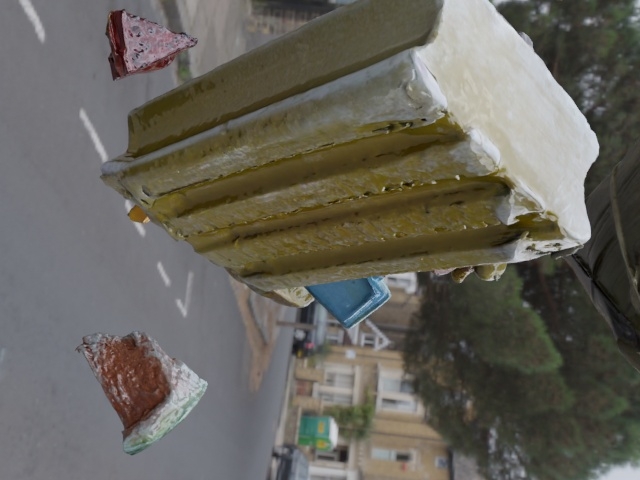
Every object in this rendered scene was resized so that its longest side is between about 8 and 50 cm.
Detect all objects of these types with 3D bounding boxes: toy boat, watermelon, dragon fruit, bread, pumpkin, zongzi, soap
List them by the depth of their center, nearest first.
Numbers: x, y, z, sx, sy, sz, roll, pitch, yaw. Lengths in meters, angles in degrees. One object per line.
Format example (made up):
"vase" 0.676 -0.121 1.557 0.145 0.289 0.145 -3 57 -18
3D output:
"soap" 0.007 -0.044 0.475 0.173 0.274 0.089 35 59 -36
"dragon fruit" -0.200 -0.195 0.827 0.131 0.097 0.063 1 -100 61
"watermelon" -0.210 0.175 0.939 0.158 0.098 0.121 52 2 23
"toy boat" 0.000 0.000 1.012 0.238 0.109 0.098 53 14 10
"zongzi" 0.543 -0.039 1.018 0.500 0.218 0.466 -91 -160 -62
"pumpkin" -0.294 -0.071 1.321 0.074 0.054 0.083 -44 -176 25
"bread" -0.089 0.077 1.530 0.232 0.128 0.088 29 56 -48

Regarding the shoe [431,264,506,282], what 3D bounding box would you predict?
"shoe" 0.194 0.023 1.027 0.072 0.109 0.069 119 -13 -46
